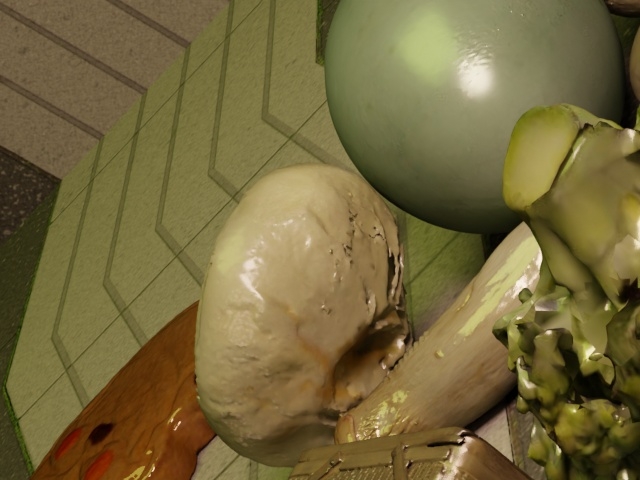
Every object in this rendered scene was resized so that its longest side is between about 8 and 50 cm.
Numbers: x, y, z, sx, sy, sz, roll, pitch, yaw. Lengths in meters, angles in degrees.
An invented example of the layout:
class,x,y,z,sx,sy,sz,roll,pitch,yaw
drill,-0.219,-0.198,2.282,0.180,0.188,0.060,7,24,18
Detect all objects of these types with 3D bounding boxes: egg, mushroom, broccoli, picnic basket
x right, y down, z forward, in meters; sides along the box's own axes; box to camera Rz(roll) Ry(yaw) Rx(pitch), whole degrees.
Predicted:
class,x,y,z,sx,sy,sz,roll,pitch,yaw
egg,0.142,-0.153,1.860,0.276,0.276,0.389,-44,20,15
mushroom,0.147,0.074,1.706,0.351,0.095,0.123,-46,1,5
broccoli,0.256,0.020,1.390,0.334,0.272,0.324,-129,41,-64
picnic basket,0.063,0.244,1.445,0.266,0.165,0.139,-18,37,58

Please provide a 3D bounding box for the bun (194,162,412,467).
class,x,y,z,sx,sy,sz,roll,pitch,yaw
bun,0.002,0.071,1.796,0.146,0.287,0.287,10,53,28

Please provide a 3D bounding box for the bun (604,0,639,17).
class,x,y,z,sx,sy,sz,roll,pitch,yaw
bun,0.347,-0.334,1.935,0.273,0.168,0.273,-40,29,28

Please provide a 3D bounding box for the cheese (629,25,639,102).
class,x,y,z,sx,sy,sz,roll,pitch,yaw
cheese,0.364,-0.191,1.733,0.175,0.091,0.202,-56,20,-16

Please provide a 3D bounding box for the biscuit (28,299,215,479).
class,x,y,z,sx,sy,sz,roll,pitch,yaw
biscuit,-0.226,0.240,2.254,0.455,0.078,0.350,-51,15,-6
